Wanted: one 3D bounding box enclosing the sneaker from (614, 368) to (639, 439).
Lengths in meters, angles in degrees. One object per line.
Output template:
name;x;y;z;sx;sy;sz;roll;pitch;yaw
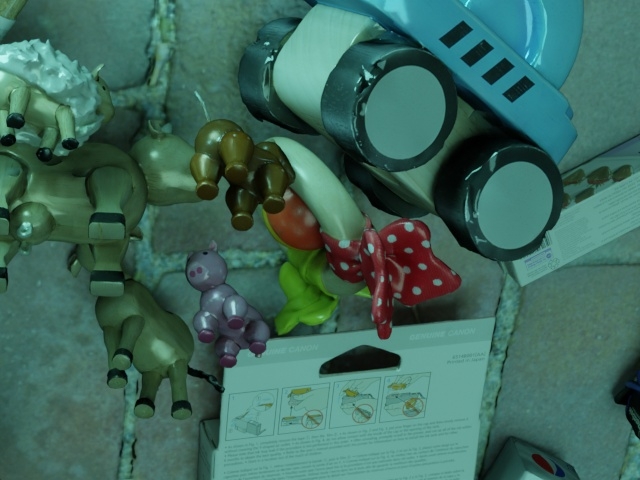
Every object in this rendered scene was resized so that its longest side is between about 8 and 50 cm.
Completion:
sneaker;0.409;0.134;1.722;0.182;0.127;0.316;-29;123;-8

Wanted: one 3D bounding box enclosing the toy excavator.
toy excavator;0.110;-0.273;1.390;0.433;0.222;0.445;37;84;-31

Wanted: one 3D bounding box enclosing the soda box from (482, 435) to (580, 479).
soda box;0.184;0.368;1.759;0.091;0.098;0.286;28;104;-12

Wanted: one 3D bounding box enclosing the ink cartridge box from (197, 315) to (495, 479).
ink cartridge box;0.024;0.192;1.640;0.296;0.066;0.261;-4;116;-19

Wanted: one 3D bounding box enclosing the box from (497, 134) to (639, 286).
box;0.324;-0.059;1.632;0.324;0.063;0.067;-28;123;-6

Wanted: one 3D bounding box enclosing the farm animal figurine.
farm animal figurine;-0.180;-0.019;1.395;0.326;0.172;0.330;16;129;-19

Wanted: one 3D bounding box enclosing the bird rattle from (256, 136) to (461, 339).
bird rattle;0.000;0.000;1.443;0.143;0.253;0.207;-38;94;-10

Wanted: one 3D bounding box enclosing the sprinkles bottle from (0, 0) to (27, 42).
sprinkles bottle;-0.348;-0.144;1.301;0.121;0.121;0.355;32;100;-30
